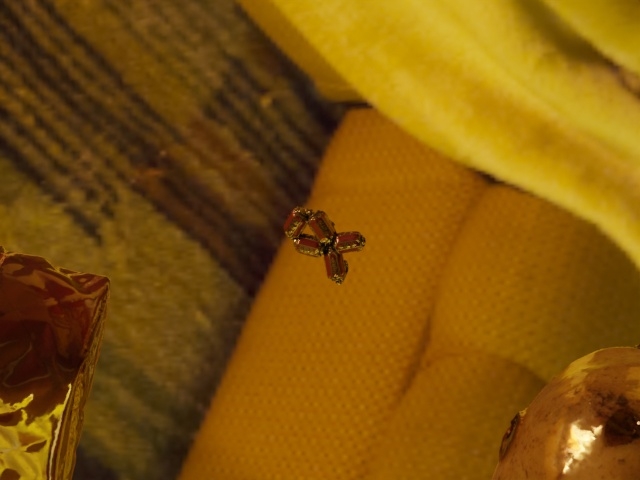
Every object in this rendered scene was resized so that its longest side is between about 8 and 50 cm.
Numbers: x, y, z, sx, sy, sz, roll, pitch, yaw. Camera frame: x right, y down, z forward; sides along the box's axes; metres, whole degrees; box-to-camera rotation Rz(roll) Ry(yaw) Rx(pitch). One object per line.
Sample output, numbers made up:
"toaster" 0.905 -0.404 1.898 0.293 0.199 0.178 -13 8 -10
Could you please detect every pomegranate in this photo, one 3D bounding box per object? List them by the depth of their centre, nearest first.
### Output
"pomegranate" 0.288 0.242 1.406 0.281 0.281 0.281 3 86 -50

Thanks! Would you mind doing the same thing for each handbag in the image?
"handbag" -0.243 0.117 1.147 0.146 0.135 0.225 -80 -175 -54

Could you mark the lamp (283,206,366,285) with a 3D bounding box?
"lamp" 0.000 0.000 1.518 0.063 0.083 0.031 -60 177 27
